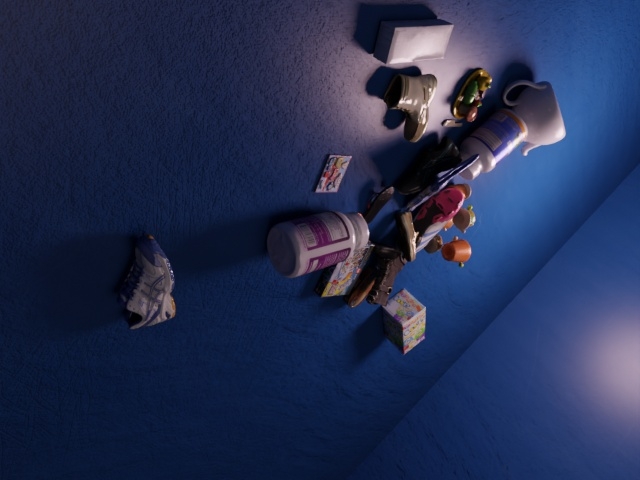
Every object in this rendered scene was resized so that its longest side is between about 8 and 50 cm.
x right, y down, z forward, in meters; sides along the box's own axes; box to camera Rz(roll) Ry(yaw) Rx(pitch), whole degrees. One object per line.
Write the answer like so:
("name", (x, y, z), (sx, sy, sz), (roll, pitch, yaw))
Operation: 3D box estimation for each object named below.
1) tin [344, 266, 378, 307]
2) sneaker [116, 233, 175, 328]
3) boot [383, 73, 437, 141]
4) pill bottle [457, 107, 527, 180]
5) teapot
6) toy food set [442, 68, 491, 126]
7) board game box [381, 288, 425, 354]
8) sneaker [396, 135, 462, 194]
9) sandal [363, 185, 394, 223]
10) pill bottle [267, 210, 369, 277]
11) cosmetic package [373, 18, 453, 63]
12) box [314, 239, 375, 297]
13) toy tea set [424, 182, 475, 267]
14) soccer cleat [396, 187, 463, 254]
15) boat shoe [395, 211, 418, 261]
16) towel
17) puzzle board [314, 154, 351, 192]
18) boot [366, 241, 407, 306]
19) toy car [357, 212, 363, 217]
("tin", (0.168, 0.185, 2.114), (0.189, 0.040, 0.106), (-51, 141, 4))
("sneaker", (-0.446, 0.120, 1.330), (0.131, 0.112, 0.296), (-23, 138, -30))
("boot", (0.258, -0.397, 1.596), (0.165, 0.077, 0.213), (-14, 129, -39))
("pill bottle", (0.619, -0.349, 1.958), (0.272, 0.152, 0.152), (-42, 145, -7))
("teapot", (0.803, -0.471, 2.009), (0.187, 0.255, 0.252), (-16, 179, 22))
("toy food set", (0.524, -0.470, 1.809), (0.128, 0.071, 0.217), (-2, 126, -46))
("board game box", (0.385, 0.377, 2.441), (0.142, 0.144, 0.275), (-34, 143, -17))
("sneaker", (0.368, -0.261, 1.856), (0.267, 0.101, 0.106), (-35, 117, -8))
("sandal", (0.189, -0.128, 1.830), (0.067, 0.040, 0.179), (-1, 140, -39))
("pill bottle", (0.000, 0.000, 1.634), (0.302, 0.169, 0.169), (-15, 135, -37))
("cosmetic package", (0.257, -0.551, 1.454), (0.239, 0.060, 0.098), (-18, 138, -35))
("box", (0.088, 0.100, 1.935), (0.159, 0.044, 0.233), (0, 125, -46))
("toy tea set", (0.555, -0.063, 2.141), (0.124, 0.200, 0.335), (-3, 121, -35))
("soccer cleat", (0.425, -0.073, 2.079), (0.331, 0.116, 0.143), (-45, 163, 6))
("boat shoe", (0.338, -0.016, 1.983), (0.072, 0.068, 0.189), (-14, 98, -20))
("towel", (0.430, -0.202, 1.888), (0.209, 0.034, 0.285), (-34, 176, -19))
("puzzle board", (0.040, -0.202, 1.614), (0.096, 0.011, 0.128), (-5, 129, -44))
("boot", (0.237, 0.140, 2.033), (0.263, 0.091, 0.228), (32, 83, -51))
("toy car", (0.141, -0.045, 1.852), (0.060, 0.040, 0.122), (-44, 145, -5))
